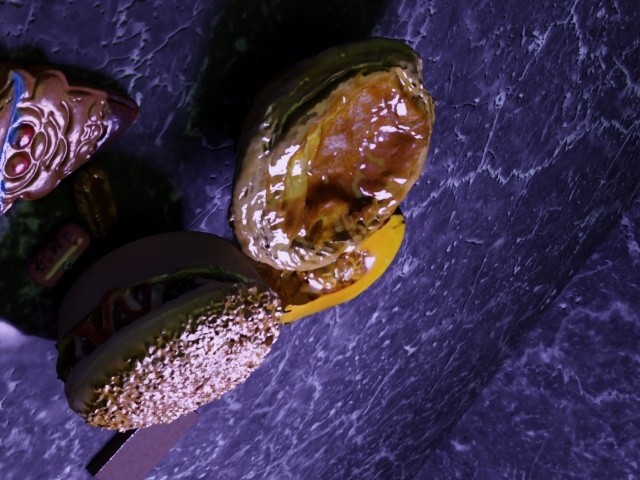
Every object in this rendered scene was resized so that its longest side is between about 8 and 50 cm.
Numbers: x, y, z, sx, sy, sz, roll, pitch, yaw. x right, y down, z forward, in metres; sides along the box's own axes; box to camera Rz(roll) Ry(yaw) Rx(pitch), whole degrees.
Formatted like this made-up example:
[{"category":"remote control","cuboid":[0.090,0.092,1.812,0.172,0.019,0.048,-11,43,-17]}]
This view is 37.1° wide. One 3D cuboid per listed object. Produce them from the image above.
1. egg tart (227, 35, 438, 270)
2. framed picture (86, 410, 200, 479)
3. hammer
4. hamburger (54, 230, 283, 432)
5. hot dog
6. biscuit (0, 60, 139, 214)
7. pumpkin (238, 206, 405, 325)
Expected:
[{"category":"egg tart","cuboid":[0.002,-0.124,1.260,0.352,0.150,0.352,-28,141,-25]},{"category":"framed picture","cuboid":[-0.278,0.319,1.513,0.168,0.023,0.128,-47,151,-8]},{"category":"hammer","cuboid":[-0.303,0.017,1.104,0.083,0.043,0.043,-48,152,-5]},{"category":"hamburger","cuboid":[-0.190,0.125,1.202,0.302,0.170,0.302,-22,150,-13]},{"category":"hot dog","cuboid":[-0.262,-0.045,1.102,0.049,0.037,0.122,-49,159,-30]},{"category":"biscuit","cuboid":[-0.301,-0.103,0.979,0.280,0.043,0.183,-19,141,-41]},{"category":"pumpkin","cuboid":[0.001,0.001,1.428,0.280,0.139,0.190,-16,140,-51]}]
